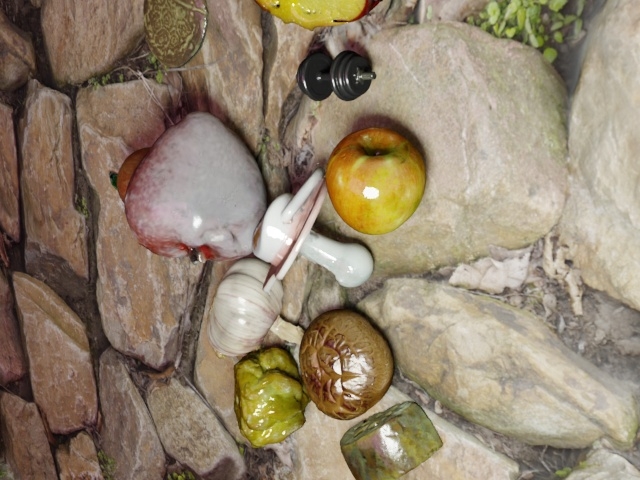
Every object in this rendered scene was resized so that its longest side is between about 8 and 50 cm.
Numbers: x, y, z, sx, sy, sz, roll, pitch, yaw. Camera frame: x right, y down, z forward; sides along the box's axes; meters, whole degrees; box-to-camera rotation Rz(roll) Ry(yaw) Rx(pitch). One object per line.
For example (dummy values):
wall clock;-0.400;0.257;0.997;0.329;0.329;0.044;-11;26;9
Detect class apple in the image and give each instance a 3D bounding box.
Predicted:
apple;-0.412;-0.146;1.900;0.174;0.188;0.188;0;104;38
apple;0.104;-0.108;1.416;0.196;0.196;0.196;17;116;40

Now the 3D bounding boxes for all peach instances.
peach;0.004;-0.533;1.359;0.258;0.201;0.362;39;158;-24

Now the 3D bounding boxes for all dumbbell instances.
dumbbell;0.027;-0.324;1.475;0.208;0.099;0.099;11;111;43

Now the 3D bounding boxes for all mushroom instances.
mushroom;0.049;0.271;1.634;0.253;0.153;0.253;9;103;48

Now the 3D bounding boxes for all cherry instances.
cherry;-0.266;-0.100;1.705;0.326;0.335;0.291;29;167;3

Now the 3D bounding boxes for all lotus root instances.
lotus root;0.138;0.450;1.630;0.235;0.138;0.119;-34;90;39

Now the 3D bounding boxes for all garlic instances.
garlic;-0.141;0.176;1.769;0.253;0.245;0.245;24;126;-2

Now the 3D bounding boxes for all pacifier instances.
pacifier;-0.033;0.001;1.563;0.273;0.220;0.332;61;160;6

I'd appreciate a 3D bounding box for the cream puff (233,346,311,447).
cream puff;-0.128;0.381;1.804;0.244;0.196;0.244;62;-179;-1

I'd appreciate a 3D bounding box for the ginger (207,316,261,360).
ginger;-0.242;0.262;1.976;0.176;0.052;0.193;54;135;9

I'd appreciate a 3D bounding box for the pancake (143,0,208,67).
pancake;-0.361;-0.543;1.821;0.250;0.031;0.250;16;114;40

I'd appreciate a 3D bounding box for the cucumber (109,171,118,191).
cucumber;-0.572;-0.152;2.163;0.155;0.037;0.037;39;128;28
